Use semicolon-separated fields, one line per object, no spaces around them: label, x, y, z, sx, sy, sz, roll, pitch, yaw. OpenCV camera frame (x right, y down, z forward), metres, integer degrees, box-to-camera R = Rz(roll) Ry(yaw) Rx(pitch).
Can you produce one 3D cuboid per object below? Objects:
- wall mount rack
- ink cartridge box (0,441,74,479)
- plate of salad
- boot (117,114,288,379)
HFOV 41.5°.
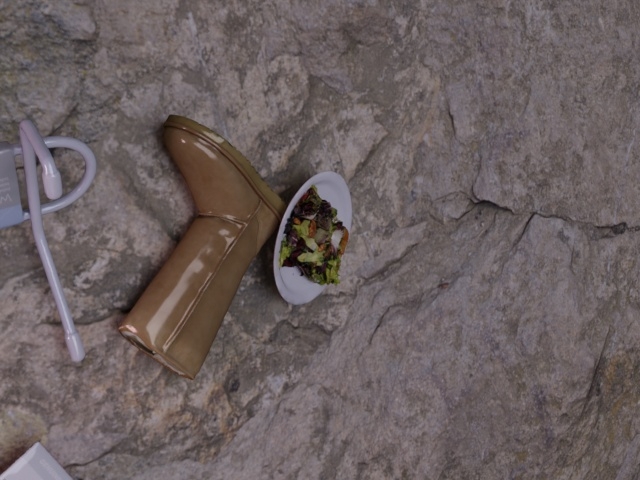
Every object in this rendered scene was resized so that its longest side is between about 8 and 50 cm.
wall mount rack;-0.381;0.032;0.886;0.350;0.130;0.304;-19;143;-26
ink cartridge box;-0.352;0.404;0.988;0.239;0.060;0.275;-45;118;-28
plate of salad;0.000;0.000;1.210;0.200;0.048;0.199;-35;135;-46
boot;-0.172;0.010;1.082;0.236;0.089;0.269;43;68;-33
